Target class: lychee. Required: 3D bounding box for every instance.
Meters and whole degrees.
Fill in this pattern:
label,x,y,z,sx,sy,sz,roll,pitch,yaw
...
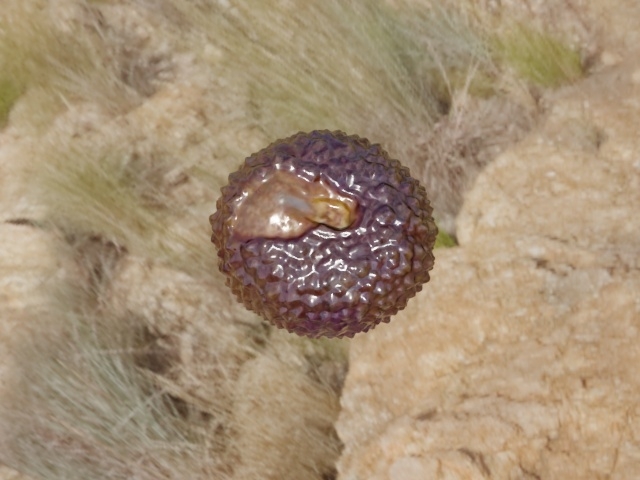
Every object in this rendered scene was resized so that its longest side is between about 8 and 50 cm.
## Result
label,x,y,z,sx,sy,sz,roll,pitch,yaw
lychee,0.000,0.000,0.823,0.188,0.188,0.188,-8,57,12
